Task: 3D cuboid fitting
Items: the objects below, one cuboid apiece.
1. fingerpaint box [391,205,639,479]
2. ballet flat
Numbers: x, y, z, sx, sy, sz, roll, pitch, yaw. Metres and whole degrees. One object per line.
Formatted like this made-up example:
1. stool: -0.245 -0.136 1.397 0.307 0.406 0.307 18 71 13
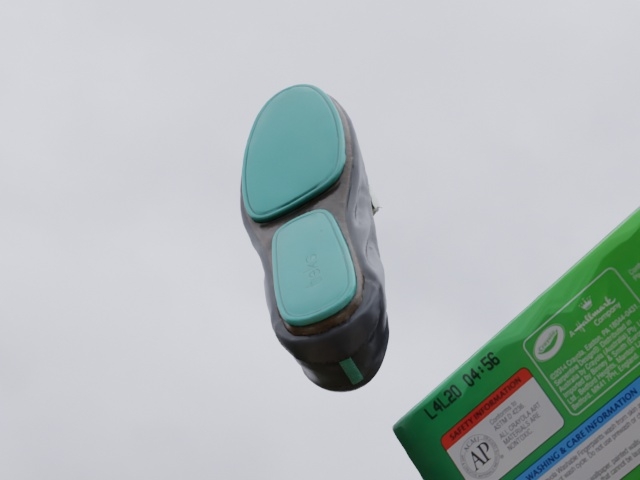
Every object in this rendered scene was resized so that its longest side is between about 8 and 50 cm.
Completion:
1. fingerpaint box: 0.329 0.063 0.978 0.445 0.163 0.371 -45 -29 21
2. ballet flat: 0.000 0.000 0.683 0.074 0.203 0.074 -4 -52 -5
